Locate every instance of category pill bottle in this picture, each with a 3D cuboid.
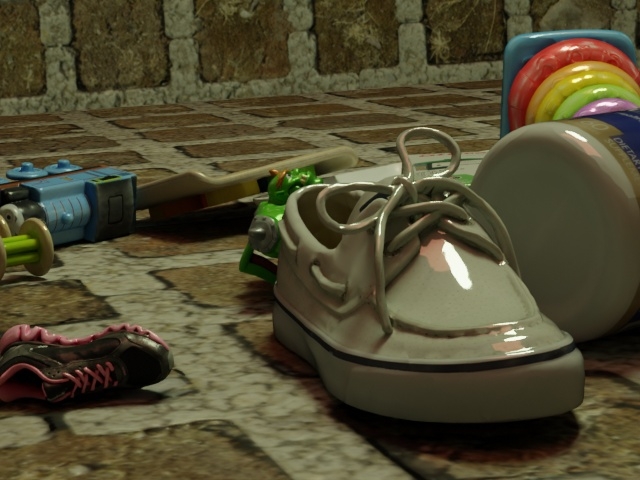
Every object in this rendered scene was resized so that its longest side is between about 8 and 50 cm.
[{"bbox_3d":[0.244,-0.021,1.159,0.264,0.153,0.153,-11,13,-40],"label":"pill bottle"}]

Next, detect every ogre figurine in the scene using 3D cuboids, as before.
[{"bbox_3d":[0.000,0.000,1.308,0.118,0.097,0.197,15,25,-2],"label":"ogre figurine"}]

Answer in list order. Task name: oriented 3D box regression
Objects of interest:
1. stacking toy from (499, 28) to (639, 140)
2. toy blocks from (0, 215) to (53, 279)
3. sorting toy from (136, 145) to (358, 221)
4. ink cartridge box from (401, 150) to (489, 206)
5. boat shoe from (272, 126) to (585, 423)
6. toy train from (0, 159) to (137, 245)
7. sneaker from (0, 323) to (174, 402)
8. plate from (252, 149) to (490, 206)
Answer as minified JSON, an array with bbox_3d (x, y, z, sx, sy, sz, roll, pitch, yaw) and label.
[{"bbox_3d":[0.307,-0.117,1.784,0.165,0.175,0.302,-2,21,-5],"label":"stacking toy"},{"bbox_3d":[-0.328,0.013,1.414,0.148,0.054,0.123,-11,13,-41],"label":"toy blocks"},{"bbox_3d":[-0.092,-0.056,1.698,0.208,0.038,0.193,-11,0,-37],"label":"sorting toy"},{"bbox_3d":[0.146,-0.019,1.351,0.160,0.093,0.219,-2,10,2],"label":"ink cartridge box"},{"bbox_3d":[0.055,0.008,1.028,0.135,0.157,0.367,-6,10,-15],"label":"boat shoe"},{"bbox_3d":[-0.272,-0.034,1.611,0.105,0.080,0.184,13,17,38],"label":"toy train"},{"bbox_3d":[-0.152,0.084,1.017,0.119,0.047,0.057,-2,29,12],"label":"sneaker"},{"bbox_3d":[0.118,-0.056,1.640,0.277,0.045,0.278,-4,7,36],"label":"plate"}]
